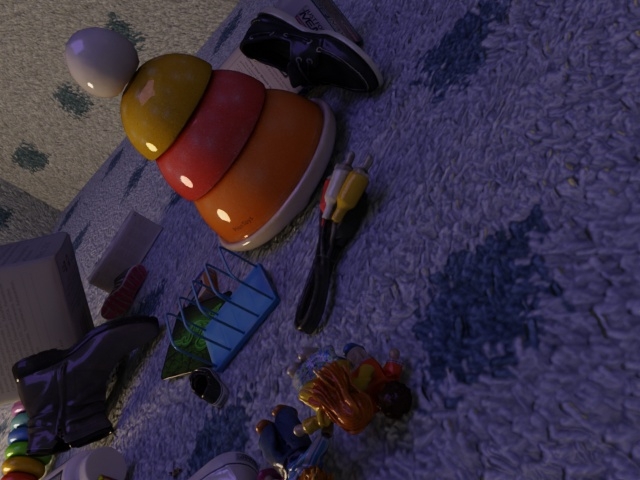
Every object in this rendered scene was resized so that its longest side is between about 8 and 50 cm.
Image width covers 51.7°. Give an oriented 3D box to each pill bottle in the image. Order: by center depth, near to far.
[{"bbox_3d":[-0.440,0.452,1.222,0.180,0.108,0.108,-38,32,33],"label":"pill bottle"}]

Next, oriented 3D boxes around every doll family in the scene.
[{"bbox_3d":[-0.009,0.218,0.738,0.263,0.118,0.163,-57,27,-1],"label":"doll family"}]

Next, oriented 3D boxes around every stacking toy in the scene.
[{"bbox_3d":[-0.239,-0.230,1.220,0.350,0.480,0.351,-39,31,30],"label":"stacking toy"},{"bbox_3d":[-0.704,0.522,1.580,0.141,0.141,0.330,-35,39,37],"label":"stacking toy"}]

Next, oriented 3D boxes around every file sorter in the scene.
[{"bbox_3d":[-0.174,0.114,1.136,0.170,0.104,0.118,-51,33,11],"label":"file sorter"}]

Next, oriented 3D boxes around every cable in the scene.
[{"bbox_3d":[0.000,0.000,1.020,0.139,0.072,0.287,-7,55,64],"label":"cable"}]

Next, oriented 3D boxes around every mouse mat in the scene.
[{"bbox_3d":[-0.239,0.183,1.263,0.189,0.007,0.153,-22,48,41],"label":"mouse mat"}]

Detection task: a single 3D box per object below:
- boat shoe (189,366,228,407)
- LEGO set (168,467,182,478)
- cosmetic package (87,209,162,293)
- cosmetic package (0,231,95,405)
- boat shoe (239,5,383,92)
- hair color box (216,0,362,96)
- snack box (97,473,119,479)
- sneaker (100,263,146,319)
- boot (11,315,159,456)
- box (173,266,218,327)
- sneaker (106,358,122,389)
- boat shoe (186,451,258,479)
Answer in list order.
[{"bbox_3d":[-0.198,0.242,1.120,0.142,0.040,0.049,9,69,61],"label":"boat shoe"},{"bbox_3d":[-0.244,0.399,1.043,0.054,0.023,0.083,-46,28,20],"label":"LEGO set"},{"bbox_3d":[-0.564,0.038,1.902,0.239,0.099,0.060,-59,27,-5],"label":"cosmetic package"},{"bbox_3d":[-0.798,0.200,1.631,0.393,0.328,0.329,-13,15,-13],"label":"cosmetic package"},{"bbox_3d":[-0.032,-0.346,1.273,0.340,0.127,0.113,37,75,27],"label":"boat shoe"},{"bbox_3d":[-0.091,-0.394,1.477,0.347,0.174,0.105,-37,3,34],"label":"hair color box"},{"bbox_3d":[-0.346,0.499,1.051,0.207,0.070,0.175,7,68,63],"label":"snack box"},{"bbox_3d":[-0.536,0.139,1.786,0.074,0.063,0.170,-3,53,58],"label":"sneaker"},{"bbox_3d":[-0.478,0.316,1.421,0.338,0.118,0.223,-25,65,-4],"label":"boot"},{"bbox_3d":[-0.266,0.127,1.378,0.136,0.028,0.081,-49,28,12],"label":"box"},{"bbox_3d":[-0.532,0.315,1.519,0.078,0.106,0.234,-36,32,56],"label":"sneaker"},{"bbox_3d":[-0.181,0.384,0.873,0.258,0.095,0.084,-48,23,18],"label":"boat shoe"}]
